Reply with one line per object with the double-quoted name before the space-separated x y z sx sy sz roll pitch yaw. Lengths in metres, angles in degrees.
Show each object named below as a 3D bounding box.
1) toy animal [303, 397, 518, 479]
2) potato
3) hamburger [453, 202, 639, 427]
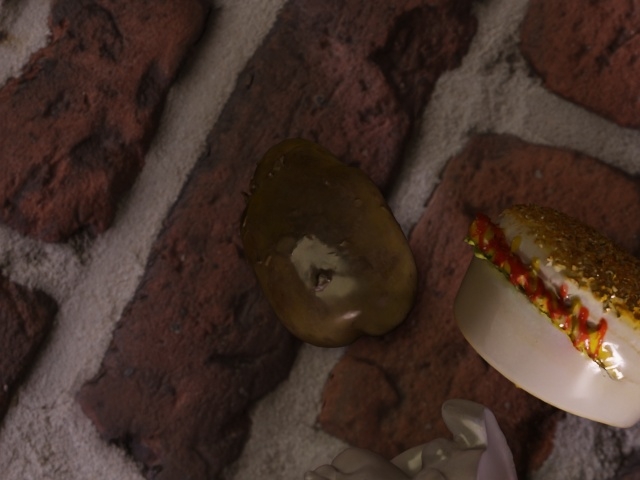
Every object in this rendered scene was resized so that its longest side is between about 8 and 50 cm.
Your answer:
"toy animal" 0.087 0.329 1.805 0.265 0.206 0.272 -19 27 21
"potato" 0.000 0.000 1.979 0.191 0.141 0.296 -31 63 5
"hamburger" 0.288 0.077 1.773 0.276 0.294 0.179 45 107 38
